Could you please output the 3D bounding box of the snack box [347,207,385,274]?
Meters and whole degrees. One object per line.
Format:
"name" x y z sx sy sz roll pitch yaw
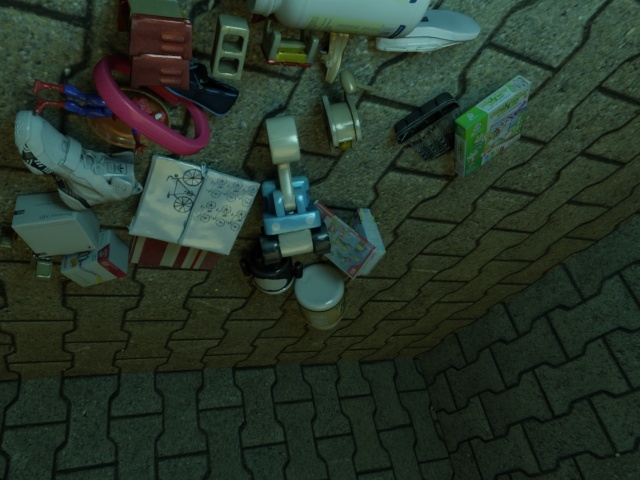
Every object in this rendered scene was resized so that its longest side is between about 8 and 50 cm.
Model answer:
"snack box" 0.164 0.006 1.771 0.070 0.207 0.174 -1 146 -24

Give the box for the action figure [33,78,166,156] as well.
"action figure" -0.508 -0.287 1.060 0.280 0.139 0.091 0 147 -25

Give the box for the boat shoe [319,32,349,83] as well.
"boat shoe" 0.027 -0.468 1.118 0.059 0.063 0.170 10 145 -9

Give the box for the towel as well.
"towel" -0.543 0.036 1.719 0.329 0.037 0.237 8 145 -27

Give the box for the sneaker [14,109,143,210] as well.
"sneaker" -0.622 -0.213 1.199 0.210 0.137 0.366 -8 153 -5

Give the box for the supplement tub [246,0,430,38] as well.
"supplement tub" 0.032 -0.523 0.858 0.325 0.235 0.235 -2 147 -18

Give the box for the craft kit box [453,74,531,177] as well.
"craft kit box" 0.531 -0.349 1.416 0.250 0.061 0.246 -36 146 -5

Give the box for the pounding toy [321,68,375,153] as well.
"pounding toy" 0.090 -0.325 1.227 0.155 0.154 0.269 -13 166 0

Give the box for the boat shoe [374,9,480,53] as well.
"boat shoe" 0.260 -0.509 1.118 0.258 0.095 0.084 2 151 -5

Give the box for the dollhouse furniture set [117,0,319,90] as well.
"dollhouse furniture set" -0.219 -0.434 0.954 0.374 0.201 0.152 -5 148 -25

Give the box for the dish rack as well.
"dish rack" 0.373 -0.337 1.435 0.208 0.074 0.271 -29 145 25

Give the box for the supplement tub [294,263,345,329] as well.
"supplement tub" 0.004 0.274 2.115 0.228 0.228 0.316 -12 149 -2

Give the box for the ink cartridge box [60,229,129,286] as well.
"ink cartridge box" -0.786 0.065 1.581 0.176 0.128 0.127 -16 148 3

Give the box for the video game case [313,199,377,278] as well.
"video game case" 0.058 0.000 1.702 0.025 0.285 0.204 -43 169 -39

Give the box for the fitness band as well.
"fitness band" -0.382 -0.316 1.054 0.054 0.209 0.291 -29 145 26

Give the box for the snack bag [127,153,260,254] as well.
"snack bag" -0.406 -0.103 1.445 0.343 0.037 0.323 15 124 -26

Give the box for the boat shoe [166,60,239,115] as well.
"boat shoe" -0.306 -0.395 1.085 0.089 0.109 0.258 -37 158 22

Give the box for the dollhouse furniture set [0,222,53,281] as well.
"dollhouse furniture set" -0.956 0.055 1.449 0.161 0.181 0.101 12 141 -35

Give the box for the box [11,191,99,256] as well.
"box" -0.809 -0.051 1.398 0.181 0.119 0.182 -8 148 -9

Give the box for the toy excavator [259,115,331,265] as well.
"toy excavator" -0.110 -0.151 1.429 0.222 0.445 0.433 -11 -167 -5

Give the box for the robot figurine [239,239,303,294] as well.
"robot figurine" -0.197 0.110 1.829 0.173 0.209 0.278 -43 156 -22

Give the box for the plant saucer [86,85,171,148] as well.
"plant saucer" -0.492 -0.321 1.168 0.200 0.037 0.200 -10 147 -6
